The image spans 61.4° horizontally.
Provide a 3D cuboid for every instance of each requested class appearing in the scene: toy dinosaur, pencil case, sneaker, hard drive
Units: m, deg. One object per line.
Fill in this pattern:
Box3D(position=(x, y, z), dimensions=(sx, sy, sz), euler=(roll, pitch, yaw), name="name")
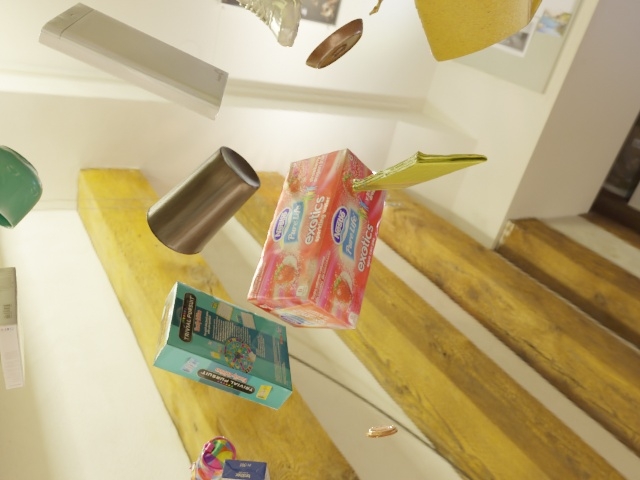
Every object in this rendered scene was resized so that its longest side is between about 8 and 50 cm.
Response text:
Box3D(position=(0.185, -0.734, 1.536), dimensions=(0.053, 0.183, 0.093), euler=(12, -150, -8), name="toy dinosaur")
Box3D(position=(-0.313, 0.643, 1.538), dimensions=(0.104, 0.236, 0.104), euler=(14, -132, -16), name="pencil case")
Box3D(position=(-0.106, -0.447, 1.024), dimensions=(0.115, 0.090, 0.232), euler=(0, -131, -23), name="sneaker")
Box3D(position=(-0.376, -0.387, 1.156), dimensions=(0.353, 0.047, 0.233), euler=(22, -151, -18), name="hard drive")

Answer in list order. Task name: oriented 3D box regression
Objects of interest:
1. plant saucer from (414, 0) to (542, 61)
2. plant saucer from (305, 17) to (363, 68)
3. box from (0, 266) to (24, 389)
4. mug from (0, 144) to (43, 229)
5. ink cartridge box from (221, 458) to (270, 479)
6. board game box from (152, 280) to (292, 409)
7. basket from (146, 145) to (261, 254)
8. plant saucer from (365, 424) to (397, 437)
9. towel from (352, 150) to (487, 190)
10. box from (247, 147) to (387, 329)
Box3D(position=(0.178, -0.322, 0.392), dimensions=(0.081, 0.333, 0.332), euler=(31, -173, 19), name="plant saucer")
Box3D(position=(0.039, -0.459, 1.277), dimensions=(0.029, 0.168, 0.168), euler=(53, -149, -3), name="plant saucer")
Box3D(position=(-0.960, 0.275, 1.673), dimensions=(0.058, 0.322, 0.232), euler=(-3, -135, -28), name="box")
Box3D(position=(-0.535, -0.104, 0.874), dimensions=(0.157, 0.129, 0.097), euler=(40, -118, -17), name="mug")
Box3D(position=(-0.166, 0.574, 1.248), dimensions=(0.097, 0.207, 0.046), euler=(3, -134, 4), name="ink cartridge box")
Box3D(position=(-0.241, 0.266, 1.381), dimensions=(0.336, 0.079, 0.254), euler=(27, -157, -21), name="board game box")
Box3D(position=(-0.261, -0.097, 1.252), dimensions=(0.154, 0.227, 0.204), euler=(49, -162, -1), name="basket")
Box3D(position=(0.158, 0.494, 1.396), dimensions=(0.083, 0.013, 0.083), euler=(-9, 172, -1), name="plant saucer")
Box3D(position=(0.131, -0.099, 0.778), dimensions=(0.102, 0.021, 0.237), euler=(-5, 179, -16), name="towel")
Box3D(position=(0.000, 0.000, 0.995), dimensions=(0.154, 0.300, 0.142), euler=(-6, 149, 41), name="box")
